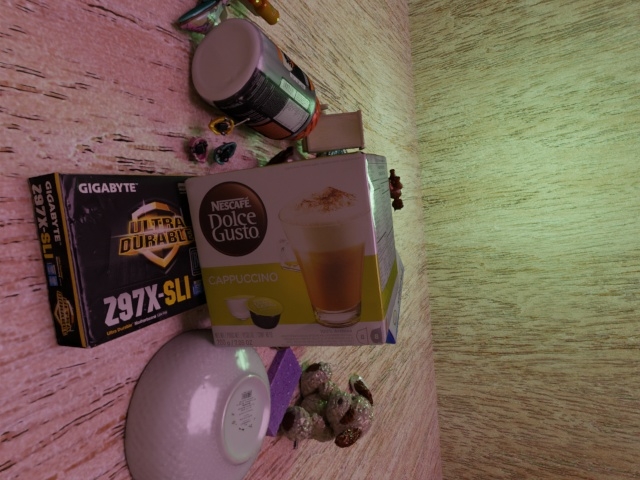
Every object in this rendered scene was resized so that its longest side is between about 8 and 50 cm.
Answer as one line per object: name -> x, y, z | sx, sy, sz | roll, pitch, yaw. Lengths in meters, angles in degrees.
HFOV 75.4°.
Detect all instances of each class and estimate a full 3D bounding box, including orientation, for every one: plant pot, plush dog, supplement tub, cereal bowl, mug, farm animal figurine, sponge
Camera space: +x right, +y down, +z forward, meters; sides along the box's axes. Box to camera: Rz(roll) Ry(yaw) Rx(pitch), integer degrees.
plant pot -> -0.069, -0.154, 1.127 | 0.165, 0.167, 0.167 | 47, 43, -26
plush dog -> 0.042, 0.510, 1.202 | 0.262, 0.226, 0.210 | -56, 135, -52
supplement tub -> -0.136, -0.364, 1.002 | 0.316, 0.194, 0.193 | 14, 74, -64
cereal bowl -> -0.202, 0.347, 0.828 | 0.339, 0.141, 0.338 | 13, 76, -62
mug -> 0.141, 0.555, 1.610 | 0.062, 0.078, 0.064 | -34, 112, -24
farm animal figurine -> 0.107, -0.097, 1.359 | 0.330, 0.327, 0.172 | -38, 135, -20
sponge -> -0.114, 0.402, 1.122 | 0.117, 0.031, 0.210 | 69, 30, -32

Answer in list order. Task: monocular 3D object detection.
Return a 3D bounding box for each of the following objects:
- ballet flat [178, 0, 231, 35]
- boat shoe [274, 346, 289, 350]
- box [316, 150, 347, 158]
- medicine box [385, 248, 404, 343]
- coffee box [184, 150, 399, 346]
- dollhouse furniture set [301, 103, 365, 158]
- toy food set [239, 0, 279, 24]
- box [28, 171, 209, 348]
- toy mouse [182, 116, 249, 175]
ballet flat -> -0.246, -0.515, 0.940 | 0.079, 0.077, 0.221 | 63, 30, -45
boat shoe -> -0.059, 0.164, 1.184 | 0.110, 0.105, 0.307 | 55, 40, -47
box -> 0.061, -0.275, 1.553 | 0.220, 0.051, 0.175 | 57, 38, -44
medicine box -> 0.097, 0.166, 1.290 | 0.149, 0.289, 0.263 | 56, 39, -46
coffee box -> -0.027, 0.000, 0.876 | 0.338, 0.338, 0.334 | -35, 119, -72
dollhouse furniture set -> 0.028, -0.308, 1.262 | 0.242, 0.161, 0.212 | -148, -128, -83
toy food set -> -0.172, -0.682, 1.062 | 0.104, 0.111, 0.232 | 7, 83, -64
box -> -0.308, 0.013, 0.731 | 0.322, 0.079, 0.257 | -16, 102, -64
toy mouse -> -0.242, -0.206, 0.915 | 0.161, 0.031, 0.143 | -20, 139, -46
